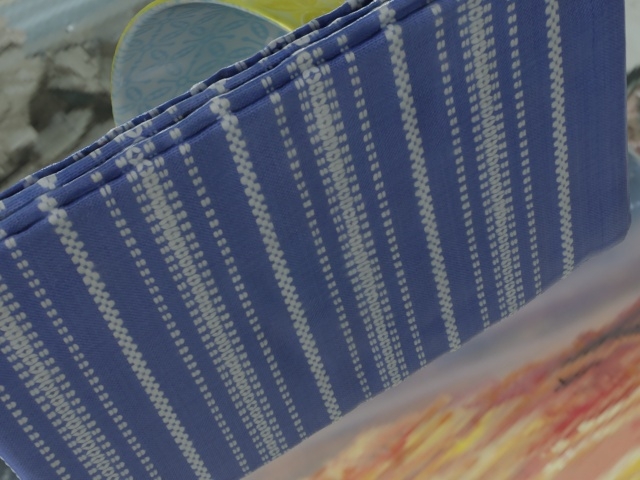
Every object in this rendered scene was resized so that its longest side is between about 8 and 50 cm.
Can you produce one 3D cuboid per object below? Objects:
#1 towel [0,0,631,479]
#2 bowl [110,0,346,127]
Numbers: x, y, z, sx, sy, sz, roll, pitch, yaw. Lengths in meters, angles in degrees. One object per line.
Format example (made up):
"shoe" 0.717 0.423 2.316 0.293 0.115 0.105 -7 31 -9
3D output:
"towel" 0.000 0.000 0.556 0.336 0.040 0.243 -30 -39 -9
"bowl" 0.010 -0.070 0.854 0.156 0.289 0.289 -39 -30 -34
